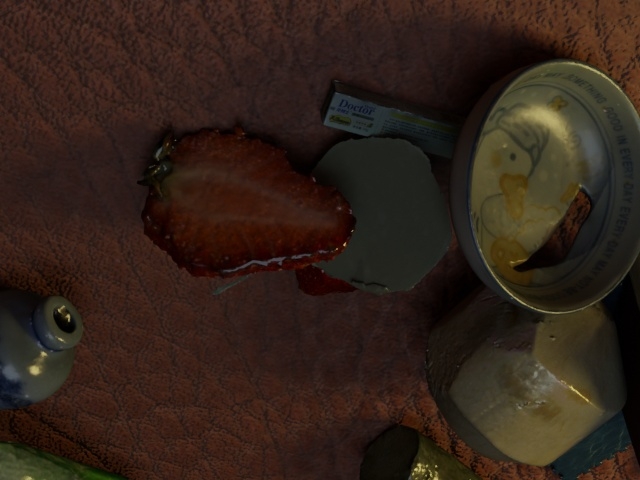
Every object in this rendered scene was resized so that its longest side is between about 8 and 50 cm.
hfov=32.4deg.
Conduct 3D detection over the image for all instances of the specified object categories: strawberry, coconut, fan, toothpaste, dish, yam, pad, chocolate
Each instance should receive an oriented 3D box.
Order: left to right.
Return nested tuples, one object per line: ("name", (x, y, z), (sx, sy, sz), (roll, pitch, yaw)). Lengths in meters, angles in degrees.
("chocolate", (-0.367, 0.309, 1.390), (0.110, 0.110, 0.291), (-39, 134, 19))
("strawberry", (-0.089, -0.021, 1.226), (0.236, 0.106, 0.175), (39, 77, 13))
("fan", (0.000, 0.000, 1.245), (0.310, 0.010, 0.182), (-25, 85, 23))
("strawberry", (0.030, 0.008, 1.293), (0.146, 0.082, 0.187), (35, 118, -15))
("toothpaste", (0.085, -0.133, 1.223), (0.164, 0.034, 0.046), (13, 121, -13))
("yam", (0.156, 0.340, 1.498), (0.107, 0.107, 0.194), (-41, 118, 20))
("dish", (0.230, -0.060, 1.226), (0.273, 0.134, 0.273), (-2, 95, -31))
("coconut", (0.246, 0.139, 1.305), (0.241, 0.241, 0.241), (-2, 123, -4))
("pad", (0.370, 0.192, 1.474), (0.270, 0.012, 0.269), (-37, 118, 18))

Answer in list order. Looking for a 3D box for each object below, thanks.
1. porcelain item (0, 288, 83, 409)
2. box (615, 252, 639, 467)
("porcelain item", (-0.394, 0.147, 1.309), (0.259, 0.141, 0.141), (-29, 121, 25))
("box", (0.450, 0.157, 1.288), (0.193, 0.294, 0.167), (8, 127, -5))
